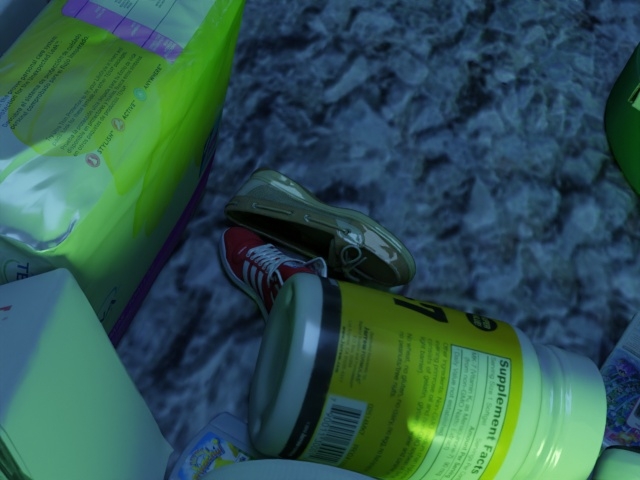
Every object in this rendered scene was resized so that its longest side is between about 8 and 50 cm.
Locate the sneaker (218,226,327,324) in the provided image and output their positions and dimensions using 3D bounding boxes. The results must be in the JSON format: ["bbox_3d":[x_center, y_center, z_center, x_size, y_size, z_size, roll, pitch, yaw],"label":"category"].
[{"bbox_3d":[-0.033,0.020,0.733,0.042,0.067,0.118,-19,58,-30],"label":"sneaker"}]

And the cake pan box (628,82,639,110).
[{"bbox_3d":[0.439,-0.126,0.907,0.246,0.070,0.267,38,50,19],"label":"cake pan box"}]

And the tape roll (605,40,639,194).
[{"bbox_3d":[0.440,-0.096,0.977,0.321,0.077,0.321,8,48,-9],"label":"tape roll"}]

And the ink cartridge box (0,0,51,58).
[{"bbox_3d":[-0.281,-0.173,0.755,0.171,0.168,0.232,19,46,0],"label":"ink cartridge box"}]

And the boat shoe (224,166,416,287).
[{"bbox_3d":[0.000,-0.001,0.774,0.153,0.056,0.048,32,58,13],"label":"boat shoe"}]

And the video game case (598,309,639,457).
[{"bbox_3d":[0.278,0.140,0.759,0.157,0.019,0.143,35,49,13],"label":"video game case"}]

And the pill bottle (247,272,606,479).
[{"bbox_3d":[0.067,0.100,0.655,0.209,0.119,0.119,15,47,-12],"label":"pill bottle"}]

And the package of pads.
[{"bbox_3d":[-0.144,-0.040,0.642,0.101,0.229,0.296,21,48,2],"label":"package of pads"}]

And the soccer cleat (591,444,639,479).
[{"bbox_3d":[0.294,0.252,0.625,0.318,0.108,0.116,32,75,2],"label":"soccer cleat"}]

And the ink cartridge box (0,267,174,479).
[{"bbox_3d":[-0.206,0.162,0.394,0.223,0.129,0.307,-16,27,11],"label":"ink cartridge box"}]

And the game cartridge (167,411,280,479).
[{"bbox_3d":[-0.064,0.149,0.646,0.056,0.017,0.083,26,47,11],"label":"game cartridge"}]

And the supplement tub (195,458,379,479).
[{"bbox_3d":[-0.028,0.256,0.443,0.191,0.191,0.272,20,47,0],"label":"supplement tub"}]
